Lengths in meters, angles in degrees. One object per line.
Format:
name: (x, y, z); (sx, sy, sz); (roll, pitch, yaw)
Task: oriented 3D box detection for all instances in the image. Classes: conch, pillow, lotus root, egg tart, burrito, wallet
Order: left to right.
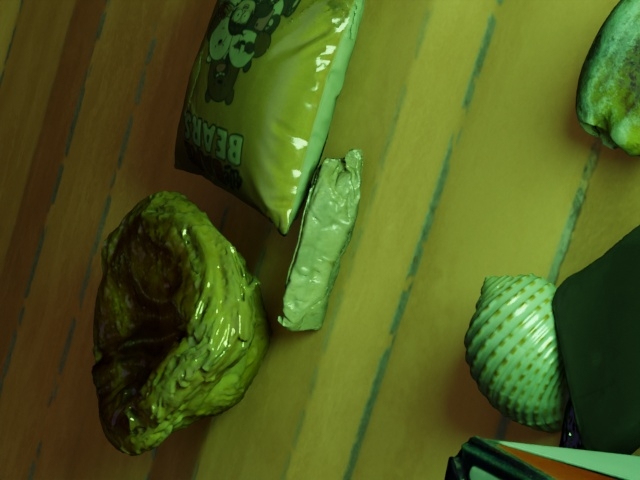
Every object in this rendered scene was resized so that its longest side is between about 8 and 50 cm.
egg tart: (-0.178, 0.102, 2.194); (0.351, 0.153, 0.339); (-55, 39, 34)
pillow: (-0.069, -0.193, 2.139); (0.310, 0.119, 0.312); (28, 103, 53)
burrito: (0.002, 0.001, 2.027); (0.058, 0.063, 0.229); (-95, 21, -77)
conch: (0.187, 0.108, 1.675); (0.135, 0.102, 0.153); (126, 142, -58)
lotus root: (0.301, -0.169, 1.582); (0.113, 0.088, 0.192); (40, 115, 36)
wallet: (0.331, 0.027, 1.470); (0.377, 0.051, 0.197); (-46, 39, 44)

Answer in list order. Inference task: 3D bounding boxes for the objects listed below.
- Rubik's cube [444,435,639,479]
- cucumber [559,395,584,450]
Rubik's cube: (0.238, 0.314, 1.391); (0.250, 0.246, 0.248); (21, 99, 58)
cucumber: (0.234, 0.235, 1.596); (0.052, 0.058, 0.215); (-2, 77, 44)
